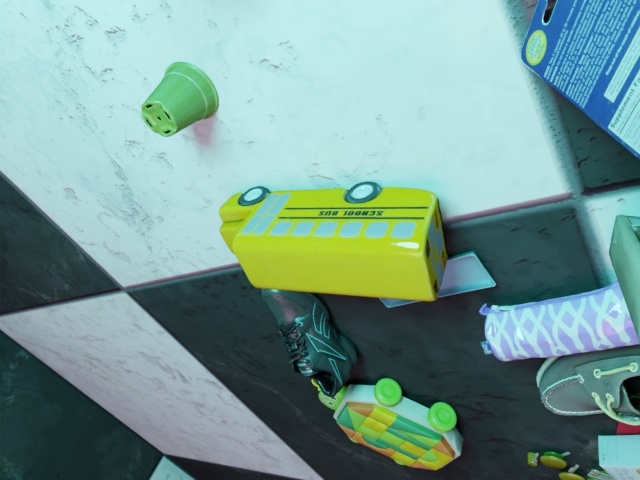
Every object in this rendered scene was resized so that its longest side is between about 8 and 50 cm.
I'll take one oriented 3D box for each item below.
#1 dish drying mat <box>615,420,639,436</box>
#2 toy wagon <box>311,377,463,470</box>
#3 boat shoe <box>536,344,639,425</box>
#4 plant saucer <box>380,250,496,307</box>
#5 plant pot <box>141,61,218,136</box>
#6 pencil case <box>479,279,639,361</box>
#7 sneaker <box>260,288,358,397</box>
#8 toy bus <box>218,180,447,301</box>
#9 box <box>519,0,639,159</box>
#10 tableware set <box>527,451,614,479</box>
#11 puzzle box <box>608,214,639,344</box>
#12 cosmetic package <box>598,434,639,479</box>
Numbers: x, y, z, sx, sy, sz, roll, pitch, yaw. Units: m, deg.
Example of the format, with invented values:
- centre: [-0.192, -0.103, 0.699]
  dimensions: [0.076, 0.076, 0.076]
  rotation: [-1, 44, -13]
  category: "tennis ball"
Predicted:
- centre: [0.516, 0.308, 0.771]
  dimensions: [0.032, 0.008, 0.083]
  rotation: [2, 134, 28]
  category: "dish drying mat"
- centre: [0.130, 0.398, 1.029]
  dimensions: [0.344, 0.068, 0.267]
  rotation: [23, 139, 6]
  category: "toy wagon"
- centre: [0.428, 0.189, 0.627]
  dimensions: [0.117, 0.096, 0.324]
  rotation: [34, 139, -8]
  category: "boat shoe"
- centre: [0.163, 0.061, 0.704]
  dimensions: [0.192, 0.018, 0.067]
  rotation: [-21, 120, 40]
  category: "plant saucer"
- centre: [-0.190, -0.177, 0.604]
  dimensions: [0.083, 0.079, 0.083]
  rotation: [15, 137, 14]
  category: "plant pot"
- centre: [0.322, 0.107, 0.618]
  dimensions: [0.206, 0.086, 0.088]
  rotation: [-22, 92, 40]
  category: "pencil case"
- centre: [-0.022, 0.183, 0.865]
  dimensions: [0.101, 0.106, 0.267]
  rotation: [-19, 120, 42]
  category: "sneaker"
- centre: [0.000, 0.000, 0.643]
  dimensions: [0.333, 0.130, 0.108]
  rotation: [1, 132, 28]
  category: "toy bus"
- centre: [0.244, -0.142, 0.338]
  dimensions: [0.037, 0.225, 0.136]
  rotation: [-17, 143, -12]
  category: "box"
- centre: [0.498, 0.456, 0.924]
  dimensions: [0.154, 0.024, 0.104]
  rotation: [10, 139, 18]
  category: "tableware set"
- centre: [0.461, 0.054, 0.338]
  dimensions: [0.409, 0.272, 0.052]
  rotation: [7, 110, 24]
  category: "puzzle box"
- centre: [0.590, 0.424, 0.797]
  dimensions: [0.239, 0.060, 0.099]
  rotation: [44, 136, -17]
  category: "cosmetic package"
